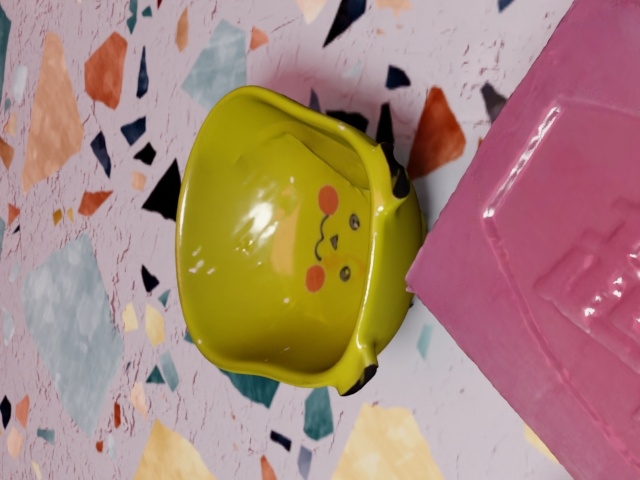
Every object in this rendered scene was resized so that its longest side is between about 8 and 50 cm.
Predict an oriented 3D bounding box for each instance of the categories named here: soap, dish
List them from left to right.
[{"bbox_3d":[0.000,0.000,0.856,0.262,0.108,0.221,18,104,50],"label":"dish"},{"bbox_3d":[0.230,0.052,0.574,0.359,0.128,0.233,50,124,36],"label":"soap"}]
